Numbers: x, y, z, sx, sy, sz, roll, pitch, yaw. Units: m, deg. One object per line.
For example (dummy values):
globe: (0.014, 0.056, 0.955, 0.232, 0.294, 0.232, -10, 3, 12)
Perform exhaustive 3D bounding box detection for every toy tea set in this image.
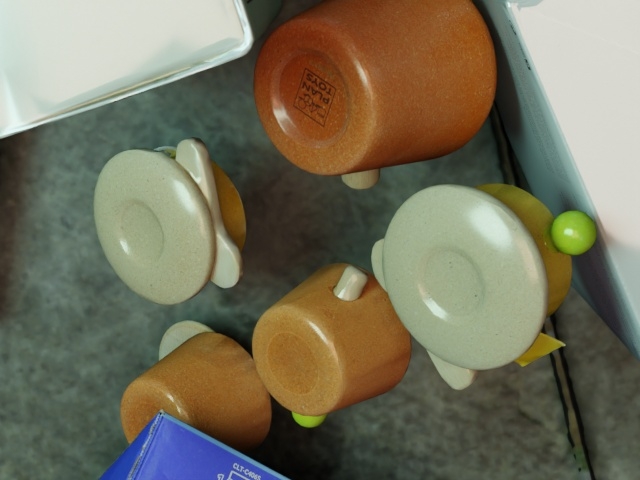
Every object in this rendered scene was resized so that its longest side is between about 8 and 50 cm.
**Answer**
toy tea set: (0.000, 0.000, 0.750, 0.336, 0.124, 0.200, -31, 86, 43)

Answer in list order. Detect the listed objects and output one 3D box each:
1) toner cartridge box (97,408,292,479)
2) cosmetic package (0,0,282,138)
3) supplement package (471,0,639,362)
toner cartridge box: (0.020, 0.233, 0.800, 0.348, 0.075, 0.165, 30, 143, -10)
cosmetic package: (-0.097, -0.155, 0.663, 0.113, 0.309, 0.160, -19, 100, 5)
supplement package: (0.180, -0.065, 0.724, 0.149, 0.203, 0.194, -23, 101, 3)
